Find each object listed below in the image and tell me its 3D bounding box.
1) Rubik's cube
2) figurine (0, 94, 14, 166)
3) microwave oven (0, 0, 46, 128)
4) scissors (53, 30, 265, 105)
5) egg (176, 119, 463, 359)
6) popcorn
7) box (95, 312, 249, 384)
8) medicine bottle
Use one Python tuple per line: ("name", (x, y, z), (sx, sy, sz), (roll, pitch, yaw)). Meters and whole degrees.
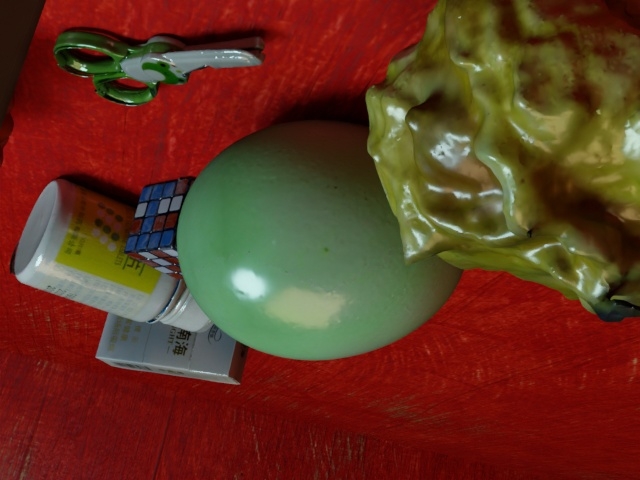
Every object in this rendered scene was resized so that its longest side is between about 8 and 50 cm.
("Rubik's cube", (-0.165, -0.012, 1.001), (0.092, 0.092, 0.092), (-7, 153, 40))
("figurine", (-0.379, -0.118, 0.735), (0.208, 0.180, 0.257), (-30, 151, 19))
("microwave oven", (-0.241, -0.168, 0.462), (0.123, 0.208, 0.162), (7, 159, 11))
("scissors", (-0.133, -0.153, 0.704), (0.204, 0.027, 0.101), (0, 160, 33))
("egg", (0.000, 0.000, 0.758), (0.270, 0.220, 0.220), (3, 158, 23))
("popcorn", (0.151, -0.057, 0.529), (0.249, 0.225, 0.249), (4, 167, 1))
("box", (-0.235, 0.145, 1.374), (0.243, 0.155, 0.067), (4, 160, 17))
("medicine bottle", (-0.254, 0.028, 1.087), (0.258, 0.143, 0.143), (24, 156, -30))
